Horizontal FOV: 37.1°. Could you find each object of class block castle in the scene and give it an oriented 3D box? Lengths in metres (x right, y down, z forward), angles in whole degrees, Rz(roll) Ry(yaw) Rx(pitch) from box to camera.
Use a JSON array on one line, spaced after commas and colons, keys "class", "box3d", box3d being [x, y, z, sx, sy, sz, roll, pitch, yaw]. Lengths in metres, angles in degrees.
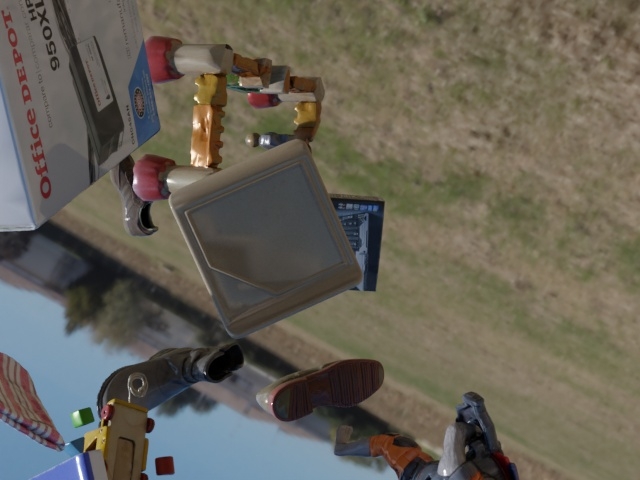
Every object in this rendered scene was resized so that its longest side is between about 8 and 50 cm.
[{"class": "block castle", "box3d": [-0.182, -0.209, 1.847, 0.213, 0.303, 0.453, 5, -177, 25]}]

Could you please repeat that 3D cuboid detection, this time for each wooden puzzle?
[{"class": "wooden puzzle", "box3d": [-0.080, -0.003, 1.419, 0.044, 0.221, 0.238, 166, 80, -85]}]

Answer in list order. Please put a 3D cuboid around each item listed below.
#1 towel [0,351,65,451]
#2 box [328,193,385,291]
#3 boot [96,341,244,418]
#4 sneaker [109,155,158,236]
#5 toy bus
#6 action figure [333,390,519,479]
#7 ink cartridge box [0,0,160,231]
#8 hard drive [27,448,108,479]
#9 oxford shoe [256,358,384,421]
[{"class": "towel", "box3d": [-0.388, 0.171, 1.158, 0.144, 0.029, 0.197, 47, 176, 40]}, {"class": "box", "box3d": [0.000, 0.000, 2.454, 0.308, 0.242, 0.076, 4, -168, -6]}, {"class": "boot", "box3d": [-0.336, 0.314, 2.176, 0.223, 0.338, 0.118, -11, 106, 31]}, {"class": "sneaker", "box3d": [-0.372, -0.100, 1.946, 0.071, 0.188, 0.066, 1, -158, 29]}, {"class": "toy bus", "box3d": [-0.361, 0.360, 1.647, 0.104, 0.202, 0.191, -24, 96, 36]}, {"class": "action figure", "box3d": [0.183, 0.408, 1.404, 0.330, 0.179, 0.341, -14, 98, 52]}, {"class": "ink cartridge box", "box3d": [-0.375, -0.212, 1.240, 0.166, 0.285, 0.395, -1, -156, 15]}, {"class": "hard drive", "box3d": [-0.353, 0.491, 1.406, 0.040, 0.318, 0.210, -1, 157, -45]}, {"class": "oxford shoe", "box3d": [0.000, 0.358, 2.410, 0.348, 0.123, 0.130, -7, -172, -32]}]
